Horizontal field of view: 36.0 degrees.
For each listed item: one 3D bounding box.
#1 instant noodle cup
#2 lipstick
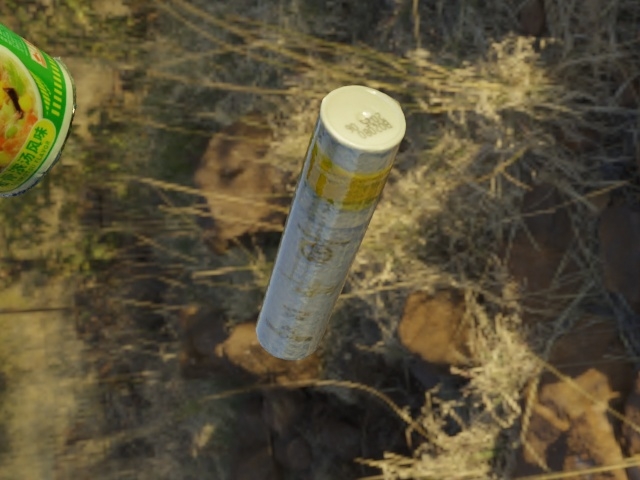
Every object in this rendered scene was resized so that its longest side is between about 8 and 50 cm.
[{"bbox_3d":[-0.349,-0.134,0.857,0.207,0.233,0.207,-13,67,32],"label":"instant noodle cup"},{"bbox_3d":[0.000,0.000,0.716,0.264,0.059,0.059,109,150,-51],"label":"lipstick"}]
